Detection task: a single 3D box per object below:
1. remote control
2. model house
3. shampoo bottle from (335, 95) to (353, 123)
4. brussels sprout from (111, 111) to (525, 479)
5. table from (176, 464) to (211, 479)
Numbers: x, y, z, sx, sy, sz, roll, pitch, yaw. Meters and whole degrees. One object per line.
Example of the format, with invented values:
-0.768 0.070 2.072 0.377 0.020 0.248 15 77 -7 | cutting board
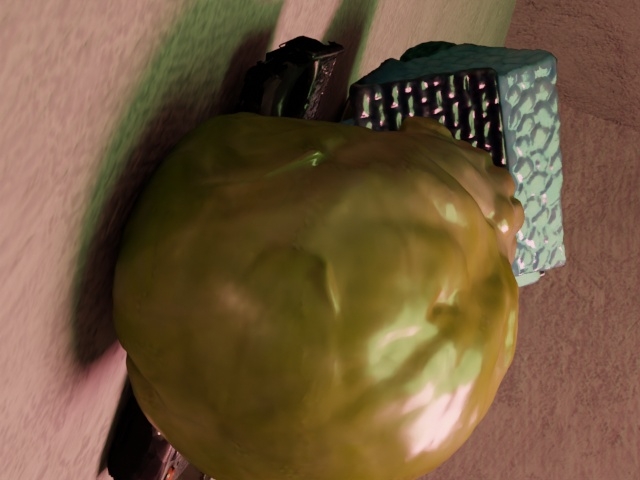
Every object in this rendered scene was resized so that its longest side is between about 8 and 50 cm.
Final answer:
-0.082 0.024 1.157 0.144 0.062 0.398 -40 152 -72 | remote control
0.094 -0.054 1.464 0.241 0.226 0.261 -19 111 -37 | model house
0.000 0.000 1.569 0.125 0.084 0.350 81 31 -61 | shampoo bottle
0.001 0.048 1.007 0.317 0.243 0.273 -3 98 -39 | brussels sprout
-0.113 0.185 1.379 0.175 0.062 0.146 103 12 -54 | table
